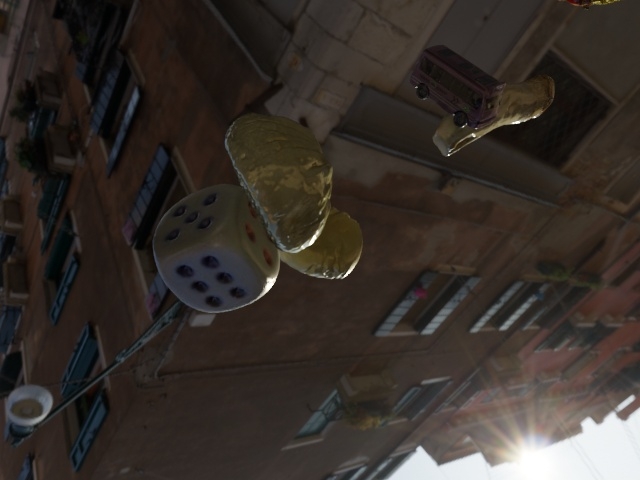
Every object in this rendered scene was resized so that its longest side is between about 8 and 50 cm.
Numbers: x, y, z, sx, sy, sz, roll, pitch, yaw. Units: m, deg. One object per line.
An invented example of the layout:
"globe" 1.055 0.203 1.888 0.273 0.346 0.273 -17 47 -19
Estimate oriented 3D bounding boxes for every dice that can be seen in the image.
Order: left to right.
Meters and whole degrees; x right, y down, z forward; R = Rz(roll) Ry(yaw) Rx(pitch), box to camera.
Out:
"dice" -0.202 0.015 0.982 0.192 0.193 0.193 -95 -19 -47

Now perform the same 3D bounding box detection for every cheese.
"cheese" 0.000 0.000 1.219 0.213 0.117 0.226 16 -137 -13

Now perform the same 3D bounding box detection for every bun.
"bun" -0.050 -0.096 0.746 0.220 0.134 0.221 -25 -90 -89

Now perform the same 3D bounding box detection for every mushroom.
"mushroom" 0.399 -0.292 1.112 0.351 0.123 0.095 -25 -134 -23

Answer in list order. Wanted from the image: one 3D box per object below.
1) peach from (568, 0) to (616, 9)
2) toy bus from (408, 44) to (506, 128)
"peach" 0.380 -0.361 0.634 0.172 0.093 0.127 0 -147 10
"toy bus" 0.268 -0.301 0.956 0.086 0.098 0.178 -26 -119 -37
